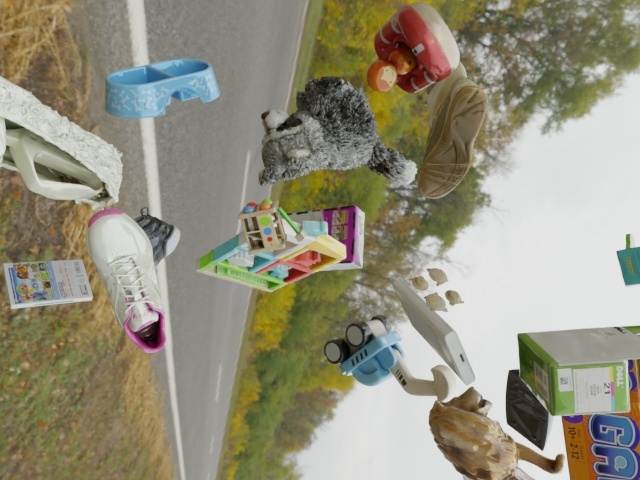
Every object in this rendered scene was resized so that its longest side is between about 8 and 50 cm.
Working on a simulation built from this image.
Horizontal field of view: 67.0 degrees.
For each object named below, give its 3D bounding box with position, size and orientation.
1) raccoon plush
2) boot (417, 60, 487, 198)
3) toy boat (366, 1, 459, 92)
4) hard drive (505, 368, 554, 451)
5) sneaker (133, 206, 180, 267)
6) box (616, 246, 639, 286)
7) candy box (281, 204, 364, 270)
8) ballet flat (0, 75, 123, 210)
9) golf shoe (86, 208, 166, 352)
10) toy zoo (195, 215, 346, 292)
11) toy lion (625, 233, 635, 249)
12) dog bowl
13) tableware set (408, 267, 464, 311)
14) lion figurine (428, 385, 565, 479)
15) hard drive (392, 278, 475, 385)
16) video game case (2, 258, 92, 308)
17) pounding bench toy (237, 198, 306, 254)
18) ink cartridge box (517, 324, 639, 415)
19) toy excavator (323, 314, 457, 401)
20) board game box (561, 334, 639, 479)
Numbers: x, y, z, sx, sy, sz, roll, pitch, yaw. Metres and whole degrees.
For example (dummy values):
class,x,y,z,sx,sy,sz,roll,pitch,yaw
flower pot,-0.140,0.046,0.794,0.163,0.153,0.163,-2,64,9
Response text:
class,x,y,z,sx,sy,sz,roll,pitch,yaw
raccoon plush,0.058,-0.199,1.178,0.216,0.445,0.299,-49,-161,53
boot,0.269,-0.244,1.061,0.204,0.095,0.262,-90,-172,-52
toy boat,0.153,-0.343,0.924,0.151,0.151,0.231,-40,-168,-7
hard drive,0.715,0.572,1.650,0.172,0.054,0.255,32,-43,54
sneaker,-0.508,0.039,1.314,0.153,0.101,0.269,47,59,-40
box,0.919,0.052,1.256,0.060,0.244,0.101,17,63,-57
candy box,0.000,0.000,1.318,0.071,0.233,0.160,34,57,-58
ballet flat,-0.456,-0.147,0.730,0.409,0.146,0.147,28,78,-62
golf shoe,-0.356,0.086,0.928,0.140,0.115,0.307,41,-34,46
toy zoo,-0.087,0.029,0.946,0.293,0.192,0.030,-26,-126,41
toy lion,1.005,0.027,1.565,0.100,0.034,0.096,-15,93,-48
dog bowl,-0.385,-0.379,1.182,0.297,0.165,0.074,-31,137,-39
tableware set,0.361,0.153,1.502,0.169,0.140,0.020,59,-34,36
lion figurine,0.343,0.456,0.971,0.142,0.240,0.393,-57,146,-35
hard drive,0.373,0.296,1.622,0.233,0.047,0.353,61,-6,-28
video game case,-0.460,0.071,0.818,0.011,0.121,0.087,-53,-125,35
pounding bench toy,-0.066,-0.025,0.676,0.052,0.083,0.065,-88,167,-72
ink cartridge box,0.524,0.233,0.896,0.189,0.254,0.097,-47,132,-81
toy excavator,0.295,0.522,2.027,0.433,0.446,0.222,-44,157,30
board game box,0.874,0.494,1.310,0.356,0.355,0.357,-31,111,-56
